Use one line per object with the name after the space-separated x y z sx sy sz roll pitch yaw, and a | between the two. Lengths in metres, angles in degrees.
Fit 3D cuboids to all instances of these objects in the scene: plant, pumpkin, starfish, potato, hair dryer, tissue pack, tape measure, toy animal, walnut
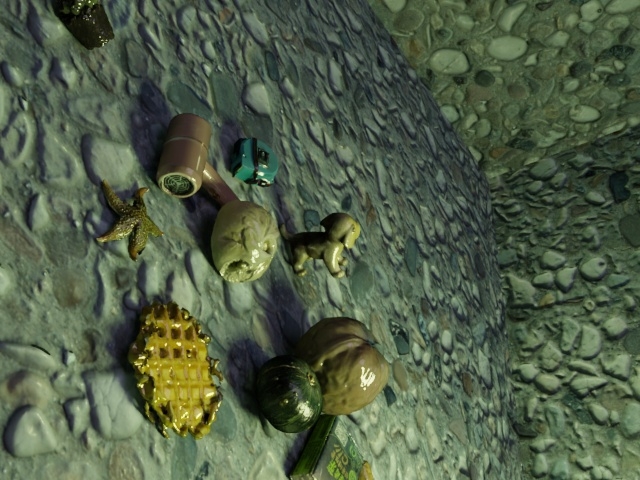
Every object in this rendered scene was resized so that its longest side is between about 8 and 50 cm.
-0.509 -0.485 1.637 0.092 0.095 0.143 -55 133 -42 | plant
-0.075 0.358 1.776 0.190 0.146 0.190 40 37 -40 | pumpkin
-0.400 -0.053 1.587 0.176 0.053 0.208 50 26 -15 | starfish
0.118 0.634 2.054 0.051 0.040 0.083 11 60 -45 | potato
-0.260 -0.129 1.843 0.344 0.107 0.189 50 33 -44 | hair dryer
0.023 0.566 1.892 0.173 0.073 0.235 61 29 -16 | tissue pack
-0.177 -0.208 2.048 0.125 0.081 0.146 22 47 -33 | tape measure
0.013 0.011 2.101 0.121 0.233 0.168 -52 126 -53 | toy animal
0.047 0.319 1.939 0.248 0.248 0.248 40 39 -43 | walnut

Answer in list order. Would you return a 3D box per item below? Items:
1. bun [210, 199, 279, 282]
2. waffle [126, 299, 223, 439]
-0.175 0.006 1.821 0.178 0.128 0.193 49 49 -55 | bun
-0.287 0.259 1.552 0.280 0.060 0.262 55 30 -25 | waffle
